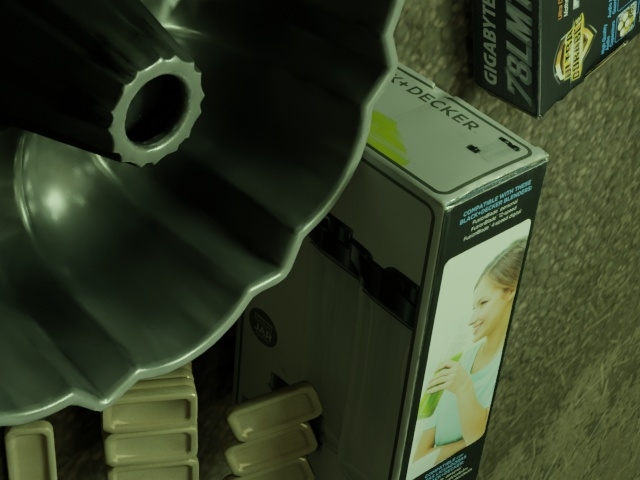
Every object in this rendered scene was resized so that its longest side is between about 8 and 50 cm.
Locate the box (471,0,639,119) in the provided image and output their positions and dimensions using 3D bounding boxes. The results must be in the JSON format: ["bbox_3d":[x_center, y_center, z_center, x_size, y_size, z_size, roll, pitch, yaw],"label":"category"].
[{"bbox_3d":[0.219,-0.278,0.939,0.293,0.073,0.296,-40,144,-23],"label":"box"}]

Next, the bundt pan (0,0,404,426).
[{"bbox_3d":[-0.112,-0.084,0.630,0.330,0.124,0.331,-32,140,-32],"label":"bundt pan"}]

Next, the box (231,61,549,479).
[{"bbox_3d":[0.030,0.039,0.854,0.087,0.169,0.290,-24,138,-34],"label":"box"}]

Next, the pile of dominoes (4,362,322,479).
[{"bbox_3d":[-0.104,0.179,0.905,0.195,0.040,0.251,-4,129,-11],"label":"pile of dominoes"}]
